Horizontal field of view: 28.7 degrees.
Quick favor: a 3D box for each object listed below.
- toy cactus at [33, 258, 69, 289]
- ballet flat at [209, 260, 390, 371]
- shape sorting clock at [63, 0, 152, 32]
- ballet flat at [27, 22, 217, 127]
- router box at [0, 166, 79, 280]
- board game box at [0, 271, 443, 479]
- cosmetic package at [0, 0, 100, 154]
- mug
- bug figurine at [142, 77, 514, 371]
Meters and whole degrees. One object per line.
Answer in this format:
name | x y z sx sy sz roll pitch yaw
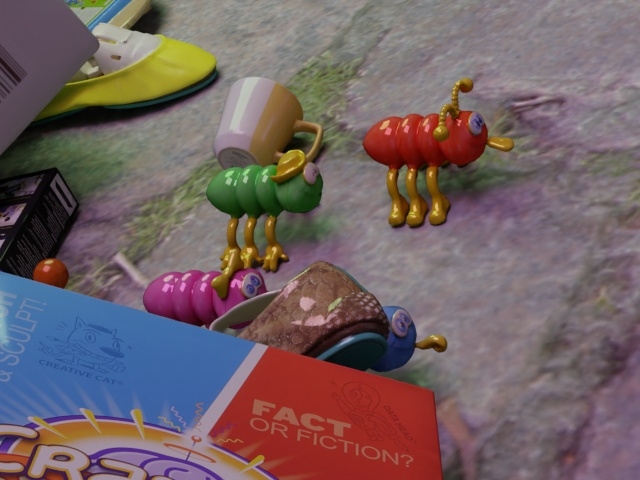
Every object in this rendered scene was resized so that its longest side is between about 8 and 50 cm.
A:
toy cactus | -0.214 0.057 0.803 0.219 0.112 0.180 1 7 -4
ballet flat | -0.055 0.082 0.678 0.206 0.073 0.067 -34 58 10
shape sorting clock | -0.259 -0.216 1.296 0.206 0.040 0.206 -19 36 14
ballet flat | -0.209 -0.158 1.146 0.231 0.077 0.077 -8 35 24
router box | -0.296 0.012 0.992 0.179 0.046 0.133 -10 36 23
board game box | -0.069 0.134 0.483 0.242 0.064 0.316 16 24 -6
cosmetic package | -0.411 -0.145 1.096 0.453 0.161 0.230 7 54 53
mug | -0.046 -0.083 0.952 0.078 0.062 0.064 -9 43 34
bug figurine | 0.000 0.000 0.791 0.216 0.072 0.279 -6 37 27
